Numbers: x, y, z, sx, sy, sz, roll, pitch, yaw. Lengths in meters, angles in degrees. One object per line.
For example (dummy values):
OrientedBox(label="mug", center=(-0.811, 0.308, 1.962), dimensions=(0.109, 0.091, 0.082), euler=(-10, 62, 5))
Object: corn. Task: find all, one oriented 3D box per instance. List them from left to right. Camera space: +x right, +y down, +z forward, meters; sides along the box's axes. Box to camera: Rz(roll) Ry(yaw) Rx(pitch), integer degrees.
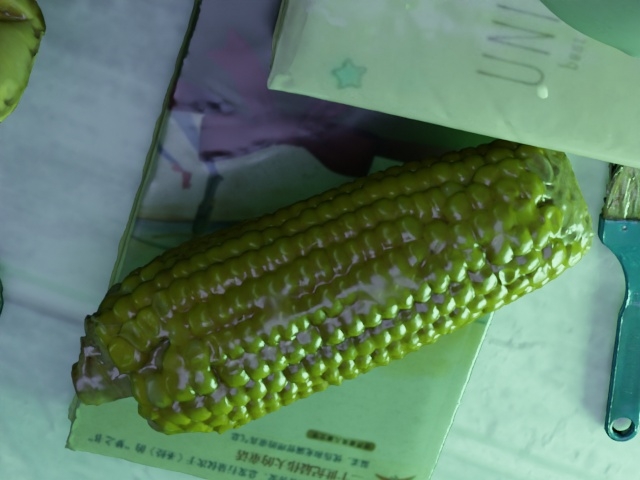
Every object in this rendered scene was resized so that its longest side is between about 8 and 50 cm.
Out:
OrientedBox(label="corn", center=(0.004, 0.023, 0.936), dimensions=(0.261, 0.097, 0.097), euler=(-22, 112, 1))

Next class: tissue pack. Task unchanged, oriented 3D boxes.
OrientedBox(label="tissue pack", center=(0.151, -0.120, 0.896), dimensions=(0.325, 0.071, 0.170), euler=(12, 114, -6))

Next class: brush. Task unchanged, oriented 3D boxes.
OrientedBox(label="brush", center=(0.166, 0.033, 1.018), dimensions=(0.051, 0.014, 0.164), euler=(3, 113, -2))

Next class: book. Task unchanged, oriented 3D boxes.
OrientedBox(label="book", center=(0.000, 0.000, 0.991), dimensions=(0.201, 0.026, 0.289), euler=(14, 111, -9))

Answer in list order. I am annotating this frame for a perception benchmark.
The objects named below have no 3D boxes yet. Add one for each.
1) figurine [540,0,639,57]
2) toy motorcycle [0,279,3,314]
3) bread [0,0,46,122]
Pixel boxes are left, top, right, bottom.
OrientedBox(label="figurine", center=(0.085, -0.245, 0.765), dimensions=(0.274, 0.226, 0.394), euler=(-27, 80, 19))
OrientedBox(label="toy motorcycle", center=(-0.280, 0.023, 0.967), dimensions=(0.228, 0.074, 0.151), euler=(28, 104, -23))
OrientedBox(label="bread", center=(-0.269, -0.118, 0.832), dimensions=(0.288, 0.204, 0.156), euler=(41, 122, -18))
